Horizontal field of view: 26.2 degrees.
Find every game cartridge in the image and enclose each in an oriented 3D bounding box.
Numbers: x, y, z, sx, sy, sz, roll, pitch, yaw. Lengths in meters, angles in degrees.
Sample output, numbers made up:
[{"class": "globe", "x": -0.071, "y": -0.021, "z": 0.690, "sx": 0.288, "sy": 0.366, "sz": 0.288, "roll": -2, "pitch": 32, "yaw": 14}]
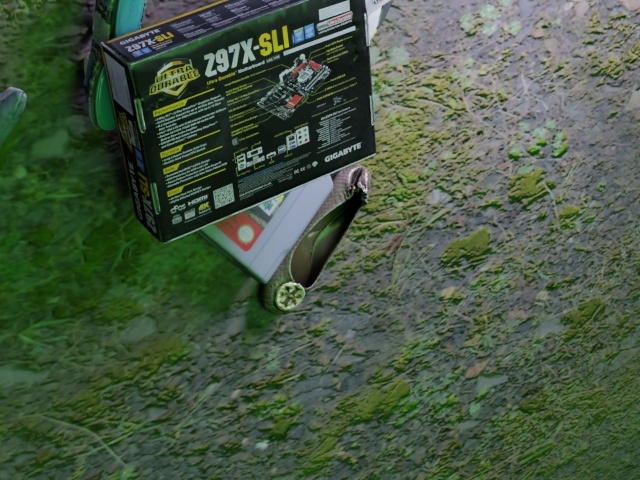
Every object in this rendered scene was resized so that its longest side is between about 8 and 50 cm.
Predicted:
[{"class": "game cartridge", "x": -0.104, "y": -0.088, "z": 1.821, "sx": 0.196, "sy": 0.060, "sz": 0.294, "roll": -58, "pitch": 137, "yaw": -10}]

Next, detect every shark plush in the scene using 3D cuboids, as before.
[{"class": "shark plush", "x": -0.382, "y": -0.102, "z": 1.535, "sx": 0.073, "sy": 0.067, "sz": 0.161, "roll": 38, "pitch": 82, "yaw": -47}]

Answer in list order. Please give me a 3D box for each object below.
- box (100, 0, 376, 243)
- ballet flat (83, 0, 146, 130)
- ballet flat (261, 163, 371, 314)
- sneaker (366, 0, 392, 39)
[{"class": "box", "x": -0.087, "y": -0.168, "z": 1.665, "sx": 0.322, "sy": 0.079, "sz": 0.257, "roll": -25, "pitch": 130, "yaw": -22}, {"class": "ballet flat", "x": -0.246, "y": -0.224, "z": 1.609, "sx": 0.070, "sy": 0.070, "sz": 0.188, "roll": -2, "pitch": 115, "yaw": -43}, {"class": "ballet flat", "x": 0.000, "y": 0.000, "z": 1.957, "sx": 0.250, "sy": 0.058, "sz": 0.084, "roll": -56, "pitch": 136, "yaw": -7}, {"class": "sneaker", "x": 0.063, "y": -0.403, "z": 1.757, "sx": 0.147, "sy": 0.145, "sz": 0.384, "roll": 37, "pitch": 82, "yaw": -48}]
